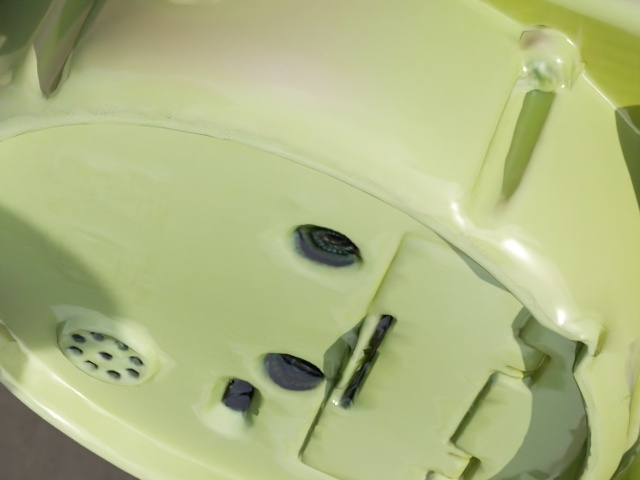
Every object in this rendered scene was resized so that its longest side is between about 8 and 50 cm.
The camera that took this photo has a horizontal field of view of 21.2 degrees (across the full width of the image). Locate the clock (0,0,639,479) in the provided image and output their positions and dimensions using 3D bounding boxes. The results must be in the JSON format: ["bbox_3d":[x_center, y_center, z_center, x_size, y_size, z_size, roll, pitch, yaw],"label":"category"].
[{"bbox_3d":[0.000,0.000,0.564,0.348,0.117,0.286,22,146,1],"label":"clock"}]
